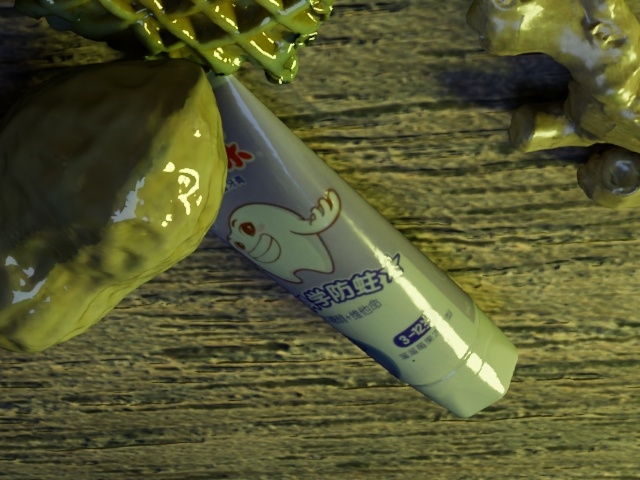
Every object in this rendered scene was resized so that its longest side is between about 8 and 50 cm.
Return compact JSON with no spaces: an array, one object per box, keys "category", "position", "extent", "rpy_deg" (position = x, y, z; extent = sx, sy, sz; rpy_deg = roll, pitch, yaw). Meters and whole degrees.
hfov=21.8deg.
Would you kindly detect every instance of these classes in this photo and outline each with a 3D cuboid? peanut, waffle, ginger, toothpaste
[{"category":"peanut","position":[-0.163,-0.016,1.048],"extent":[0.152,0.152,0.313],"rpy_deg":[27,145,-31]},{"category":"waffle","position":[-0.087,-0.169,0.931],"extent":[0.207,0.054,0.214],"rpy_deg":[11,146,-8]},{"category":"ginger","position":[0.177,-0.082,1.039],"extent":[0.258,0.065,0.149],"rpy_deg":[23,141,-30]},{"category":"toothpaste","position":[0.000,0.000,1.162],"extent":[0.125,0.080,0.371],"rpy_deg":[-22,130,36]}]
